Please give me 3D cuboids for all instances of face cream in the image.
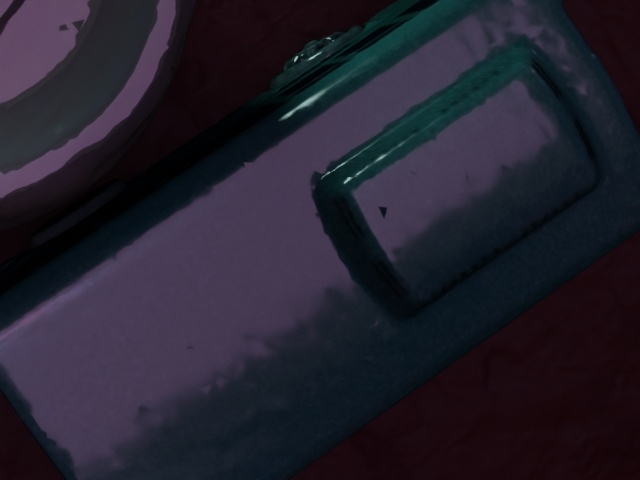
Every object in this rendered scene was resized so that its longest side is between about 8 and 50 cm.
[{"bbox_3d":[-0.137,-0.089,0.485,0.177,0.153,0.177,-1,94,-12],"label":"face cream"}]

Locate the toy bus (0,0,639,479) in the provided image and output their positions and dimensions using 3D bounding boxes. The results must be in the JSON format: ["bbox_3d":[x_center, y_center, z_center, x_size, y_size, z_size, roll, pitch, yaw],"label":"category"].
[{"bbox_3d":[0.000,0.000,0.522,0.256,0.147,0.128,-34,102,-6],"label":"toy bus"}]
